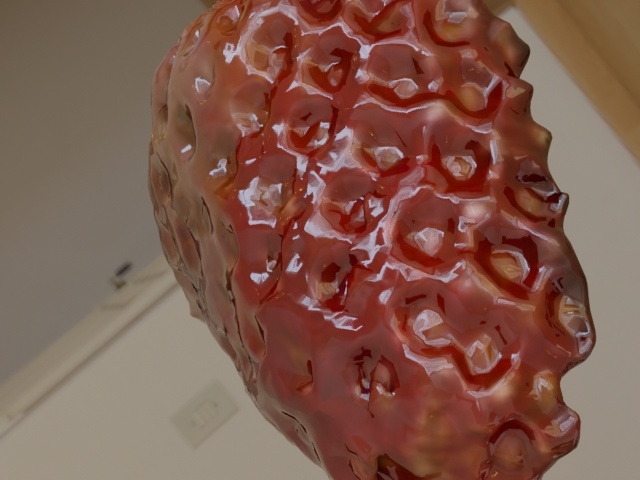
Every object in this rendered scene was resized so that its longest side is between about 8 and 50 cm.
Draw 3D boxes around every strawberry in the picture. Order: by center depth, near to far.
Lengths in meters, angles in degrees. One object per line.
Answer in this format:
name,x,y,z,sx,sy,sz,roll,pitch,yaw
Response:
strawberry,0.000,0.000,0.544,0.336,0.149,0.265,-113,30,-50
